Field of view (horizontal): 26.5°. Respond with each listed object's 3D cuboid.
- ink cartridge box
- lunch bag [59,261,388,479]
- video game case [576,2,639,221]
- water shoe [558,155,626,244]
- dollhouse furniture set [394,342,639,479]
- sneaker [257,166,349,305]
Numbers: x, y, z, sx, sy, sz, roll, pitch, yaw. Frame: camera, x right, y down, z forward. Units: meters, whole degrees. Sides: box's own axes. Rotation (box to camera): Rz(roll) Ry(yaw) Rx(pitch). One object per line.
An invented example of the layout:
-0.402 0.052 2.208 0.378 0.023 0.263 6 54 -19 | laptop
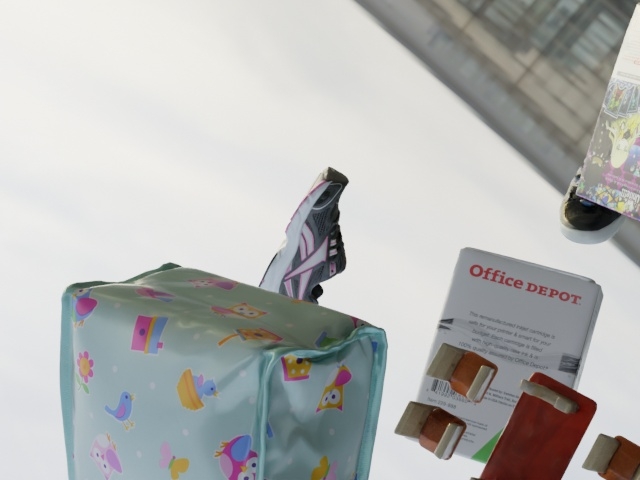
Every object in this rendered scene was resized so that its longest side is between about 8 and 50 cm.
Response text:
0.267 0.178 1.941 0.211 0.289 0.121 16 173 17 | ink cartridge box
-0.080 0.170 1.034 0.223 0.262 0.160 13 -164 36 | lunch bag
0.352 -0.114 1.314 0.042 0.210 0.232 12 -171 -25 | video game case
0.310 -0.082 1.493 0.073 0.080 0.203 9 -133 28 | water shoe
0.212 0.274 1.494 0.262 0.259 0.135 29 -177 27 | dollhouse furniture set
0.000 0.000 1.480 0.077 0.178 0.072 27 -141 1 | sneaker
